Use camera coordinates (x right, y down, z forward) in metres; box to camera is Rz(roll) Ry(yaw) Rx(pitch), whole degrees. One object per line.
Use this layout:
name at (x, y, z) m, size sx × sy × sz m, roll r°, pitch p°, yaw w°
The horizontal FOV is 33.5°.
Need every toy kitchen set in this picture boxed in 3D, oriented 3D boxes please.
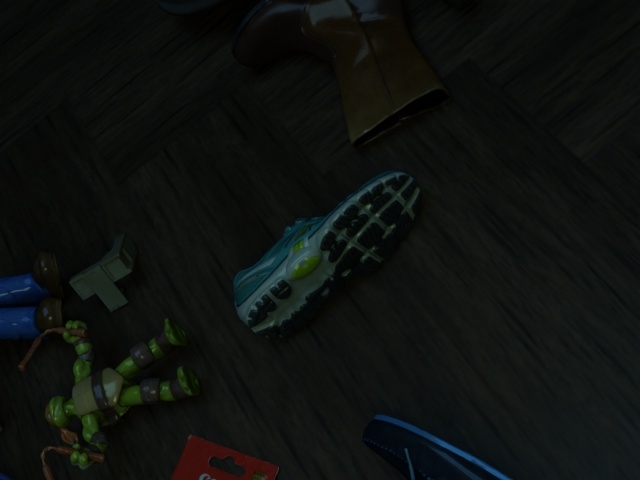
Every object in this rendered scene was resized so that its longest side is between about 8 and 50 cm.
toy kitchen set at (-0.293, 0.049, 1.490) m, size 0.083 × 0.068 × 0.075 m, roll -29°, pitch 23°, yaw 11°

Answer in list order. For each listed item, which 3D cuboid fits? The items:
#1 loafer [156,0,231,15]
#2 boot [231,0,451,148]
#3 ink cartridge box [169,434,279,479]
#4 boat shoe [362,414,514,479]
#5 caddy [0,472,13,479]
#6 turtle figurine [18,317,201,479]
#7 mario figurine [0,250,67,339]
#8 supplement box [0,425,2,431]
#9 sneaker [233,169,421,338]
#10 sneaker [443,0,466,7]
loafer at (-0.126, -0.431, 1.583) m, size 0.366 × 0.130 × 0.134 m, roll -3°, pitch 26°, yaw 44°
boot at (0.020, -0.235, 1.480) m, size 0.264 × 0.096 × 0.280 m, roll -22°, pitch 59°, yaw 7°
ink cartridge box at (-0.146, 0.320, 1.230) m, size 0.145 × 0.045 × 0.179 m, roll 12°, pitch 70°, yaw 34°
boat shoe at (0.136, 0.259, 1.069) m, size 0.258 × 0.109 × 0.089 m, roll 23°, pitch 78°, yaw 40°
caddy at (-0.489, 0.350, 1.231) m, size 0.179 × 0.341 × 0.241 m, roll 3°, pitch 62°, yaw 51°
turtle figurine at (-0.262, 0.201, 1.343) m, size 0.217 × 0.087 × 0.269 m, roll -23°, pitch 48°, yaw 7°
mario figurine at (-0.513, 0.090, 1.436) m, size 0.321 × 0.170 × 0.198 m, roll -11°, pitch 17°, yaw -11°
supplement box at (-0.565, 0.224, 1.482) m, size 0.130 × 0.073 × 0.239 m, roll -38°, pitch 45°, yaw -28°
sneaker at (0.000, 0.000, 1.316) m, size 0.275 × 0.107 × 0.110 m, roll -38°, pitch 40°, yaw 3°
sneaker at (0.157, -0.457, 1.504) m, size 0.131 × 0.112 × 0.319 m, roll -35°, pitch 51°, yaw 10°
